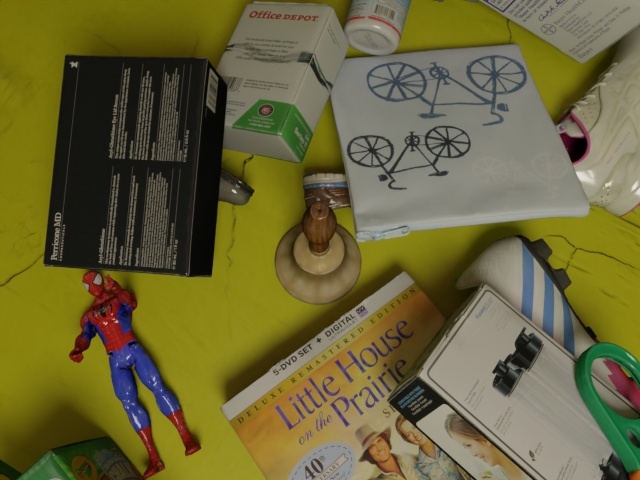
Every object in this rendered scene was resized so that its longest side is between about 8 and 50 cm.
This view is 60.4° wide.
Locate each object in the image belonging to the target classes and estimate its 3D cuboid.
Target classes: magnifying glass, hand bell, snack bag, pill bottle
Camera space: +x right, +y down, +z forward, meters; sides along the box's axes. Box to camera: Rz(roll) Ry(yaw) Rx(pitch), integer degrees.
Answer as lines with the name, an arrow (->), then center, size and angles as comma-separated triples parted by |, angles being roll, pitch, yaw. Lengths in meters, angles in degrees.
magnifying glass -> 0.325, 0.215, 0.568 | 0.092, 0.026, 0.231 | 12, 51, -13
hand bell -> 0.000, 0.000, 0.679 | 0.126, 0.242, 0.126 | 0, 75, -2
snack bag -> 0.183, -0.151, 0.782 | 0.323, 0.037, 0.342 | -6, 58, -4
pill bottle -> 0.093, -0.367, 0.815 | 0.087, 0.087, 0.160 | 16, 84, 3

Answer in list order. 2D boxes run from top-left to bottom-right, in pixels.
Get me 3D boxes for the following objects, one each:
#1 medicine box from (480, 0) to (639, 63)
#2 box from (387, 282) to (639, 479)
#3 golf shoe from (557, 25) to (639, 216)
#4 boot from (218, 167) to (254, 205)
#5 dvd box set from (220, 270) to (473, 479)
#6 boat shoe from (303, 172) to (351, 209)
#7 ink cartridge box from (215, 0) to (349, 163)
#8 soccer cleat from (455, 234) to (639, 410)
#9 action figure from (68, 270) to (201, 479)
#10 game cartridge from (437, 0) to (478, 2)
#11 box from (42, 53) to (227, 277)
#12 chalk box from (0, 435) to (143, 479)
medicine box -> 0.363, -0.466, 0.818 | 0.289, 0.149, 0.263 | 28, 73, -9
box -> 0.240, 0.206, 0.612 | 0.290, 0.087, 0.169 | 40, 52, 9
golf shoe -> 0.422, -0.192, 0.806 | 0.140, 0.115, 0.306 | 14, 75, 6
boot -> -0.227, -0.043, 0.780 | 0.246, 0.083, 0.161 | 16, 82, 9
dvd box set -> 0.120, 0.285, 0.668 | 0.307, 0.062, 0.420 | -34, 72, -14
boat shoe -> 0.066, -0.061, 0.793 | 0.183, 0.066, 0.066 | 0, 91, -1
ink cartridge box -> -0.067, -0.232, 0.794 | 0.153, 0.087, 0.208 | 15, 75, 26
soccer cleat -> 0.304, 0.153, 0.726 | 0.143, 0.116, 0.331 | -33, 76, 8
action figure -> -0.251, 0.153, 0.694 | 0.091, 0.139, 0.280 | -28, 75, -8
game cartridge -> 0.108, -0.526, 0.912 | 0.355, 0.068, 0.230 | 12, 80, 2
box -> -0.227, -0.089, 0.694 | 0.184, 0.103, 0.261 | 4, 86, 5
chalk box -> -0.287, 0.346, 0.618 | 0.179, 0.180, 0.289 | -42, 81, -10
